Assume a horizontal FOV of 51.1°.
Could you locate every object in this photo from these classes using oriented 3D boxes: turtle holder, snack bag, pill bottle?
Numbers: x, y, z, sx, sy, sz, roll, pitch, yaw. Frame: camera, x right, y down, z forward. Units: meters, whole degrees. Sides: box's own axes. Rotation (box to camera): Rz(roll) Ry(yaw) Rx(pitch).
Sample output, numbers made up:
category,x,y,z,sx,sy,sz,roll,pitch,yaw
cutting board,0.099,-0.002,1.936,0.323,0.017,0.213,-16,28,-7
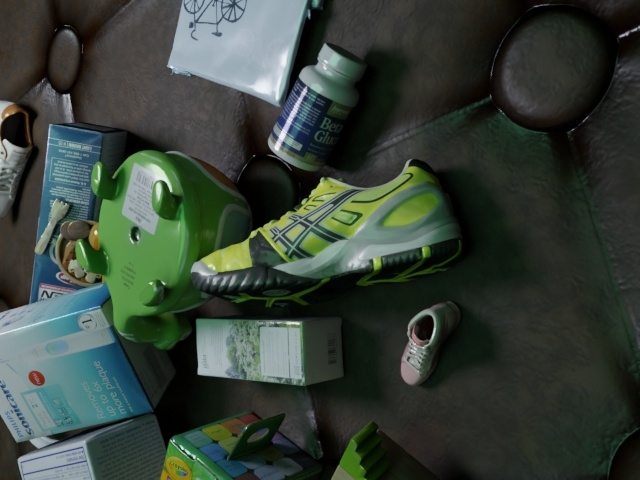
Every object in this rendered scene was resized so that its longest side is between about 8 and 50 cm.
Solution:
category,x,y,z,sx,sy,sz,roll,pitch,yaw
turtle holder,-0.228,0.019,1.082,0.243,0.227,0.321,-8,87,38
snack bag,-0.116,-0.411,1.100,0.323,0.037,0.343,26,107,37
pill bottle,-0.001,-0.194,0.973,0.094,0.094,0.169,43,117,30

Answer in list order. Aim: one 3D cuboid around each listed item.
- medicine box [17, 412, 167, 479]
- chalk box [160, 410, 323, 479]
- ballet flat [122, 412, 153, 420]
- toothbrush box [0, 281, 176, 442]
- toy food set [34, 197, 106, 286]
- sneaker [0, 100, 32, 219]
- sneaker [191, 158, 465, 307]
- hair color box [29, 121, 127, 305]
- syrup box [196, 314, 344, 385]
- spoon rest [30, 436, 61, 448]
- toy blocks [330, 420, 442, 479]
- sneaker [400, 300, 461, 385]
category,x,y,z,sx,sy,sz,roll,pitch,yaw
medicine box,-0.383,0.487,1.200,0.263,0.149,0.290,-24,83,39
chalk box,-0.132,0.394,1.046,0.179,0.180,0.289,25,105,36
ballet flat,-0.374,0.321,1.318,0.222,0.076,0.079,62,144,19
toothbrush box,-0.445,0.214,1.202,0.295,0.126,0.217,-14,109,16
toy food set,-0.416,0.022,1.201,0.192,0.038,0.132,29,101,-4
sneaker,-0.749,-0.182,1.582,0.123,0.105,0.290,18,101,40
sneaker,0.000,0.000,0.930,0.384,0.145,0.147,-12,73,15
hair color box,-0.466,-0.048,1.299,0.105,0.174,0.348,10,100,-3
syrup box,-0.085,0.167,1.052,0.236,0.096,0.093,-4,87,40
spoon rest,-0.652,0.380,1.535,0.276,0.084,0.137,43,116,30
toy blocks,0.103,0.445,0.871,0.261,0.190,0.382,36,124,24
sneaker,0.132,0.141,0.890,0.051,0.070,0.134,39,116,30
